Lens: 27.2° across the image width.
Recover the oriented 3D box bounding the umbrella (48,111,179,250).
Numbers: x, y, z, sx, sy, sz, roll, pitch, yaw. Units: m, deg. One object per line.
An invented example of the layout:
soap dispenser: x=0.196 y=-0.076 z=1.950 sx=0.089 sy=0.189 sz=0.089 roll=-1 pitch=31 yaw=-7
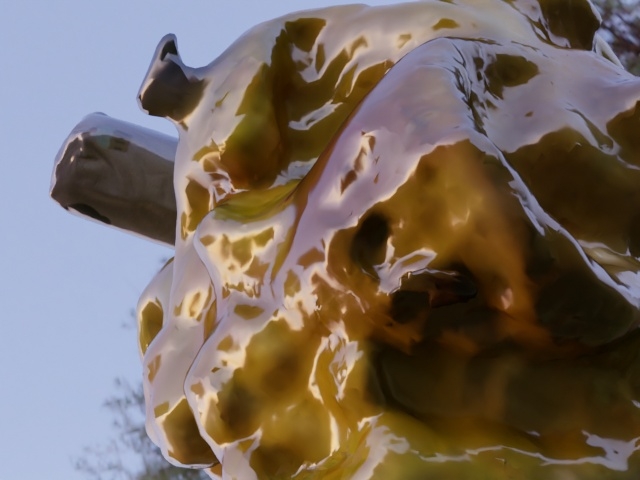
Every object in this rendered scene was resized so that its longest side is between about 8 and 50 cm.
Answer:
umbrella: x=0.000 y=0.000 z=0.823 sx=0.337 sy=0.073 sz=0.067 roll=19 pitch=-65 yaw=-3

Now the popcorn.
popcorn: x=0.037 y=0.000 z=0.609 sx=0.281 sy=0.316 sz=0.297 roll=33 pitch=-99 yaw=-9
